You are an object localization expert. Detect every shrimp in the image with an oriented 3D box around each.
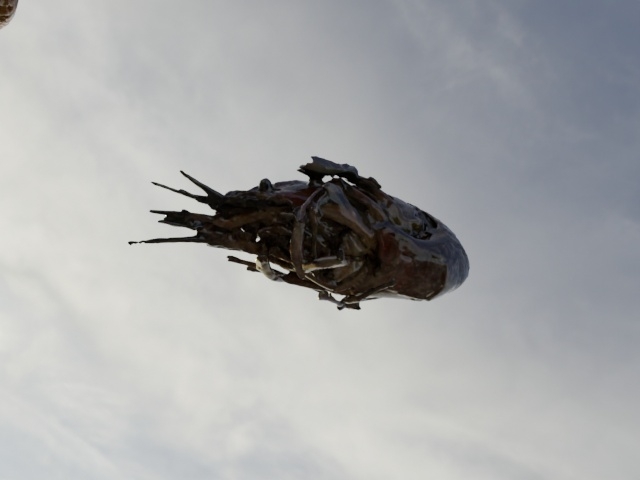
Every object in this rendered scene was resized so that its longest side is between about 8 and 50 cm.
[{"bbox_3d":[-0.004,0.000,0.772,0.343,0.145,0.116,9,-46,-27],"label":"shrimp"}]

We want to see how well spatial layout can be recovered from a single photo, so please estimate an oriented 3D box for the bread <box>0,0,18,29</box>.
[{"bbox_3d":[-0.379,-0.313,0.858,0.199,0.104,0.199,20,-66,53],"label":"bread"}]
